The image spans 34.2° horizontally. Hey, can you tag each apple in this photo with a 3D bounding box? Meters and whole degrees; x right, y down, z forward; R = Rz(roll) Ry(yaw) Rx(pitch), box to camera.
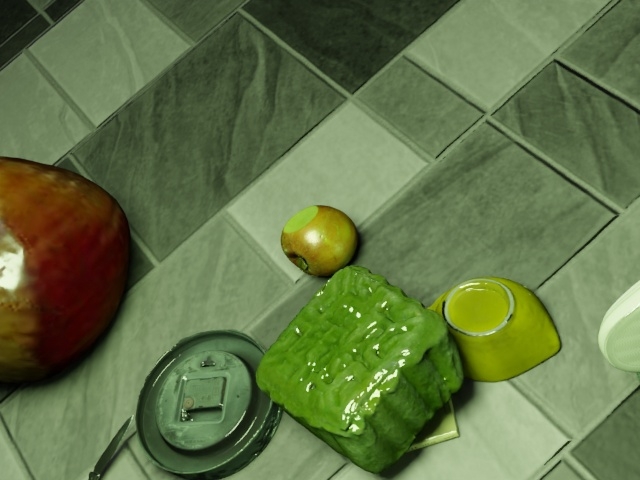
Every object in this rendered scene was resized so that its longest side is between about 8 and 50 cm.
[{"bbox_3d":[0.000,0.000,1.552,0.102,0.099,0.114,-48,24,-22],"label":"apple"}]

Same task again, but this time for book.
[{"bbox_3d":[0.123,0.238,1.374,0.111,0.014,0.077,-20,50,13],"label":"book"}]

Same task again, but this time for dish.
[{"bbox_3d":[0.213,0.103,1.381,0.207,0.080,0.149,10,62,31],"label":"dish"}]

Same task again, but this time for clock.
[{"bbox_3d":[-0.160,0.237,1.501,0.226,0.049,0.226,-13,52,18],"label":"clock"}]

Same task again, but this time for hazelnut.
[{"bbox_3d":[-0.503,0.032,1.643,0.420,0.353,0.421,-8,21,3],"label":"hazelnut"}]

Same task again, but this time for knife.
[{"bbox_3d":[-0.318,0.326,1.518,0.023,0.010,0.170,33,91,44],"label":"knife"}]

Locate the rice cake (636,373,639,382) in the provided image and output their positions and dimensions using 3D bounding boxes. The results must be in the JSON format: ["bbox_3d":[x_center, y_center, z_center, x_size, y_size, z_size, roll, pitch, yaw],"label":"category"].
[{"bbox_3d":[0.483,0.134,1.249,0.207,0.033,0.033,-18,62,14],"label":"rice cake"}]

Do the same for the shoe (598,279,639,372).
[{"bbox_3d":[0.478,0.023,1.259,0.363,0.132,0.160,-26,29,-1],"label":"shoe"}]

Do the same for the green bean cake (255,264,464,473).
[{"bbox_3d":[0.054,0.166,1.372,0.222,0.125,0.248,-48,40,-11],"label":"green bean cake"}]
